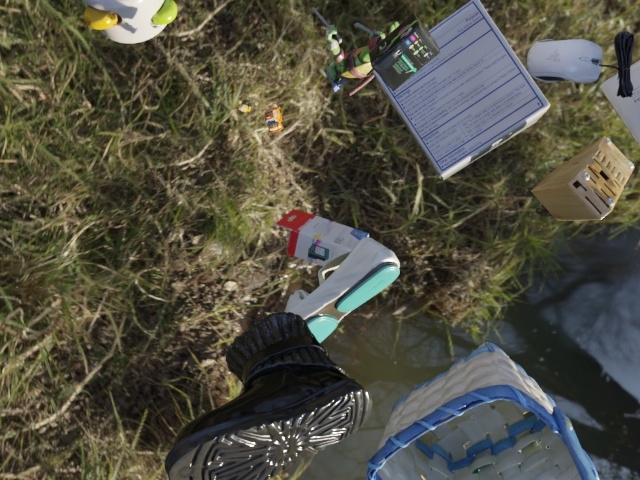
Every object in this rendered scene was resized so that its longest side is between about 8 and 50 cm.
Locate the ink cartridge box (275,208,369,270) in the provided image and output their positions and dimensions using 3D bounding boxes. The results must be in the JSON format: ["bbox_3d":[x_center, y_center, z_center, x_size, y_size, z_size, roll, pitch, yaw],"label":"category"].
[{"bbox_3d":[0.000,0.000,1.398,0.134,0.231,0.078,-47,153,-60],"label":"ink cartridge box"}]

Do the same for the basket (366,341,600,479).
[{"bbox_3d":[0.180,0.269,0.570,0.201,0.255,0.289,46,26,-5],"label":"basket"}]

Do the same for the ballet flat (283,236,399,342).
[{"bbox_3d":[0.009,0.141,1.220,0.400,0.139,0.139,-41,110,11],"label":"ballet flat"}]

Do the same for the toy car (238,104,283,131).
[{"bbox_3d":[-0.144,-0.286,1.193,0.040,0.122,0.060,6,92,-65],"label":"toy car"}]

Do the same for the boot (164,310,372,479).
[{"bbox_3d":[-0.116,0.252,0.858,0.348,0.260,0.131,-8,119,-34],"label":"boot"}]

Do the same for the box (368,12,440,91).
[{"bbox_3d":[0.117,-0.265,0.723,0.052,0.083,0.062,40,28,-26],"label":"box"}]

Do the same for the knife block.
[{"bbox_3d":[0.494,-0.091,1.054,0.088,0.242,0.276,48,51,3],"label":"knife block"}]

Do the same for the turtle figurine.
[{"bbox_3d":[0.115,-0.554,1.390,0.198,0.266,0.274,25,71,-47],"label":"turtle figurine"}]

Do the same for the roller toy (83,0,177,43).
[{"bbox_3d":[-0.470,-0.589,1.230,0.209,0.146,0.191,-24,69,-8],"label":"roller toy"}]

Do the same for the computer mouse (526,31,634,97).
[{"bbox_3d":[0.433,-0.290,0.842,0.193,0.042,0.106,-2,101,-11],"label":"computer mouse"}]

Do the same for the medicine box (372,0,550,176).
[{"bbox_3d":[0.309,-0.329,1.161,0.264,0.149,0.289,-33,85,12],"label":"medicine box"}]

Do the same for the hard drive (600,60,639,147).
[{"bbox_3d":[0.631,-0.230,0.864,0.040,0.203,0.307,37,36,-33],"label":"hard drive"}]
